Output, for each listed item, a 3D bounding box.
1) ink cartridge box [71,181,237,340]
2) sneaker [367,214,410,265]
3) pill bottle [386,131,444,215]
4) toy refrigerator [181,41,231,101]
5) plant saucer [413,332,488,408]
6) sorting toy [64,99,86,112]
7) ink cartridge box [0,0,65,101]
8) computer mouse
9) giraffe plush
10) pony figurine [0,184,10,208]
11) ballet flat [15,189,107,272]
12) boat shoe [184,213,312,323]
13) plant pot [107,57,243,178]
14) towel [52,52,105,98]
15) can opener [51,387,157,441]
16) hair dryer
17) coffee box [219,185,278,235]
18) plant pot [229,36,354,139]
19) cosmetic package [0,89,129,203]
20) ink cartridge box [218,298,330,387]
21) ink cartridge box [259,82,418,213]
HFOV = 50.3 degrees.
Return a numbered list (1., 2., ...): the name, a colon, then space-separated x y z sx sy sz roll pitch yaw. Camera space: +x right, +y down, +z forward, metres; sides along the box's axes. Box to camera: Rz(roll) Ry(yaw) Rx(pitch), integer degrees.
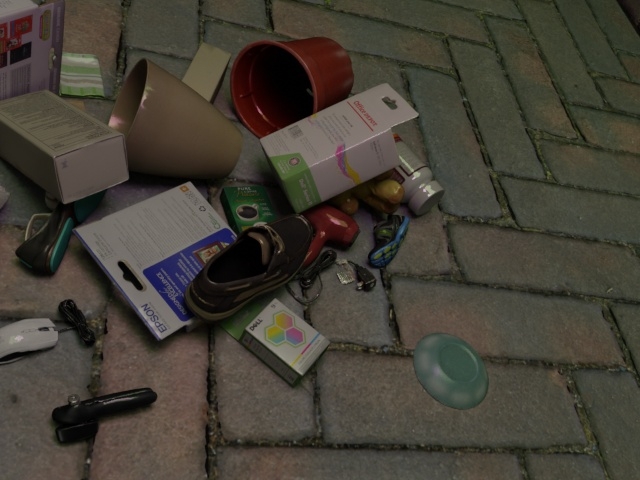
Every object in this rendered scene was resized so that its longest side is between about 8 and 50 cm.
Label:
1. ink cartridge box: -0.314 0.042 1.456 0.307 0.072 0.303 -31 72 -37
2. sneaker: 0.162 -0.002 1.722 0.078 0.067 0.188 19 46 19
3. pill bottle: 0.226 -0.180 1.846 0.121 0.121 0.221 -25 67 -37
4. toy refrigerator: -0.316 -0.400 1.774 0.094 0.102 0.269 20 43 -9
5. plant saucer: 0.307 0.288 1.560 0.195 0.037 0.195 13 49 -16
6. sorting toy: -0.610 -0.311 1.644 0.083 0.012 0.062 -4 60 -31
7. ink cartridge box: -0.706 -0.395 1.466 0.130 0.309 0.272 42 47 11
8. computer mouse: -0.526 0.174 1.265 0.193 0.042 0.106 -17 63 -34
9. giraffe plush: 0.085 -0.134 1.732 0.170 0.181 0.210 -30 77 -18
10. pony figurine: -0.752 -0.103 1.228 0.303 0.363 0.351 2 36 -14
11. ballet flat: -0.540 -0.057 1.416 0.096 0.095 0.280 17 47 0
12. boat shoe: -0.124 0.039 1.419 0.132 0.130 0.355 42 49 7
13. plant pot: -0.329 -0.247 1.588 0.274 0.256 0.256 21 45 -30
14. towel: -0.610 -0.419 1.725 0.113 0.023 0.152 -4 55 -26
15. can opener: -0.388 0.299 1.228 0.186 0.073 0.059 -13 21 -36
16. hair dryer: 0.000 0.000 1.623 0.223 0.080 0.293 -6 56 -29
17. coffee box: -0.160 -0.049 1.617 0.113 0.040 0.184 -7 57 -30
18. plant pot: -0.057 -0.427 1.840 0.272 0.272 0.265 40 40 10
19. cosmetic package: -0.561 -0.207 1.440 0.309 0.113 0.160 32 44 33
20. ink cartridge box: -0.096 0.196 1.431 0.209 0.062 0.109 38 48 9
21. ink cartridge box: 0.053 -0.229 1.652 0.353 0.119 0.207 -25 41 -4
